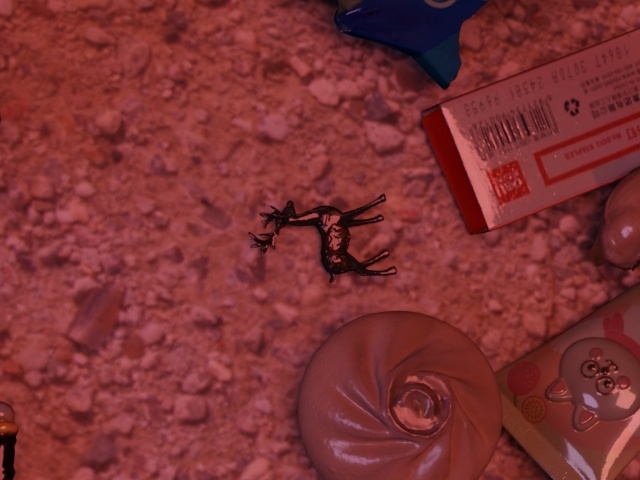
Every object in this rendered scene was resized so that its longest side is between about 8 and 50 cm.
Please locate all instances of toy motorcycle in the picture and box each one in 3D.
[{"bbox_3d":[0.129,-0.249,1.464,0.326,0.191,0.200,-25,97,2],"label":"toy motorcycle"}]

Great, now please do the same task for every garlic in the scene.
[{"bbox_3d":[0.292,-0.034,1.499,0.152,0.084,0.066,-44,80,3],"label":"garlic"}]

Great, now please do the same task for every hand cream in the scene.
[{"bbox_3d":[0.292,0.091,1.493,0.306,0.093,0.147,-37,65,-14],"label":"hand cream"}]

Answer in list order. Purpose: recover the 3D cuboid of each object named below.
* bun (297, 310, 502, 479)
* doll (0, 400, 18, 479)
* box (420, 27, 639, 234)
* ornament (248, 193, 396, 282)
[{"bbox_3d":[0.069,0.141,1.407,0.173,0.120,0.173,2,82,-13],"label":"bun"},{"bbox_3d":[-0.266,0.245,1.311,0.145,0.103,0.316,-11,80,-12],"label":"doll"},{"bbox_3d":[0.214,-0.099,1.517,0.229,0.050,0.123,-22,90,-18],"label":"box"},{"bbox_3d":[0.000,0.000,1.456,0.125,0.028,0.073,-4,82,-18],"label":"ornament"}]
